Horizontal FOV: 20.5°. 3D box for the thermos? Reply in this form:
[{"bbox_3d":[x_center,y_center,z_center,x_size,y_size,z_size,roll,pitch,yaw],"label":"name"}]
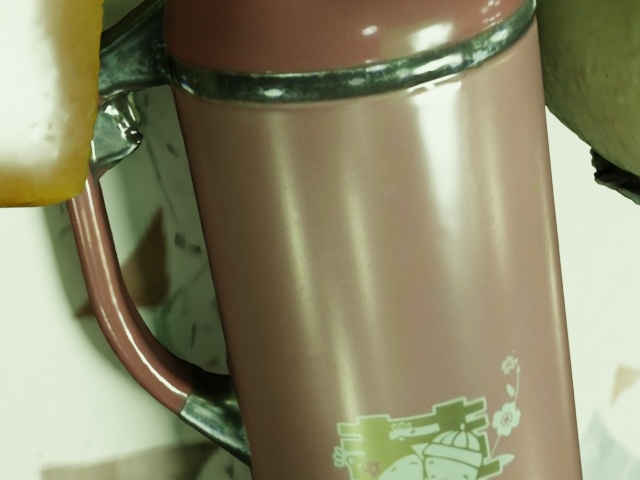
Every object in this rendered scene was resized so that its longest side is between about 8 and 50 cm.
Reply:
[{"bbox_3d":[0.006,-0.003,0.544,0.109,0.136,0.330,-44,132,-51],"label":"thermos"}]

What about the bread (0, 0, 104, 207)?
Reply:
[{"bbox_3d":[-0.161,-0.052,0.428,0.226,0.049,0.088,1,105,-36],"label":"bread"}]

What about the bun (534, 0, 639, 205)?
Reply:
[{"bbox_3d":[0.166,-0.113,0.535,0.239,0.239,0.141,-43,118,-17],"label":"bun"}]
